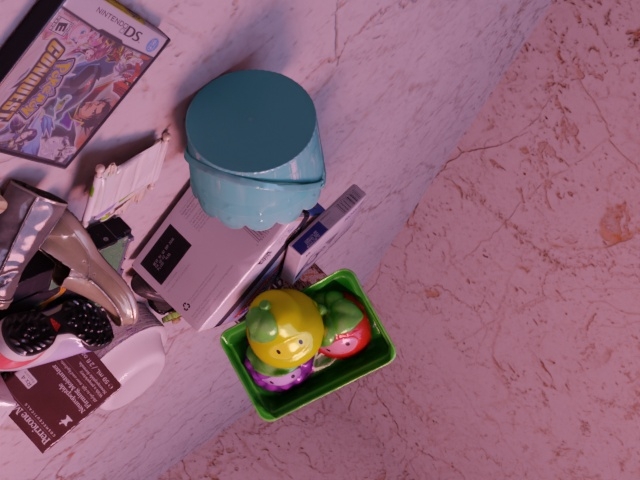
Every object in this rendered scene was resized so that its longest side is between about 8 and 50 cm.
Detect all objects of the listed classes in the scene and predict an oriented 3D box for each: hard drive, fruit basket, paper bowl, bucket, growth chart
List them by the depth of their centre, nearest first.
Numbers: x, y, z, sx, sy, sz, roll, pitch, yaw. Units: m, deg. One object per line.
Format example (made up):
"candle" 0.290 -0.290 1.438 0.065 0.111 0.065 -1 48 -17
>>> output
"growth chart" -0.351 -0.106 1.461 0.172 0.021 0.237 -59 173 34
"bucket" -0.125 -0.173 1.519 0.281 0.281 0.183 -40 157 -20
"hard drive" -0.525 0.099 1.531 0.339 0.064 0.237 -28 157 -44
"fruit basket" -0.044 0.229 1.836 0.392 0.283 0.392 -29 180 0
"paper bowl" -0.493 0.300 1.958 0.284 0.148 0.284 -40 162 -16

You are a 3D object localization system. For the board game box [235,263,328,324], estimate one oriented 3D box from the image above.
"board game box" -0.138 0.125 2.153 0.232 0.291 0.141 -54 162 24

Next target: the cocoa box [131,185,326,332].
"cocoa box" -0.196 -0.005 1.791 0.347 0.231 0.228 -50 166 15

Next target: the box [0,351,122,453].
"box" -0.552 0.301 1.673 0.203 0.168 0.167 -41 -167 -19

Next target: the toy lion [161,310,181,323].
"toy lion" -0.354 0.184 1.986 0.100 0.034 0.096 -22 176 27

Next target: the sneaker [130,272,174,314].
"sneaker" -0.372 0.126 1.924 0.130 0.109 0.286 -41 162 13

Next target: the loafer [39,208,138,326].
"loafer" -0.424 0.060 1.426 0.092 0.268 0.102 -43 -152 -24

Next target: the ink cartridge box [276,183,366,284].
"ink cartridge box" 0.000 0.000 1.821 0.223 0.045 0.224 -44 170 -24

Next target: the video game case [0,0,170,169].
"video game case" -0.369 -0.232 1.163 0.275 0.035 0.248 -48 164 9

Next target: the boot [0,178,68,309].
"boot" -0.524 0.000 1.269 0.189 0.076 0.208 16 112 -51

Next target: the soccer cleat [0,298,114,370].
"soccer cleat" -0.514 0.183 1.506 0.116 0.108 0.318 -29 171 18

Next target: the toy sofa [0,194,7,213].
"toy sofa" -0.492 -0.113 0.862 0.177 0.150 0.362 -44 164 -1

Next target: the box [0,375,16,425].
"box" -0.667 0.299 1.386 0.182 0.119 0.181 -52 144 7
